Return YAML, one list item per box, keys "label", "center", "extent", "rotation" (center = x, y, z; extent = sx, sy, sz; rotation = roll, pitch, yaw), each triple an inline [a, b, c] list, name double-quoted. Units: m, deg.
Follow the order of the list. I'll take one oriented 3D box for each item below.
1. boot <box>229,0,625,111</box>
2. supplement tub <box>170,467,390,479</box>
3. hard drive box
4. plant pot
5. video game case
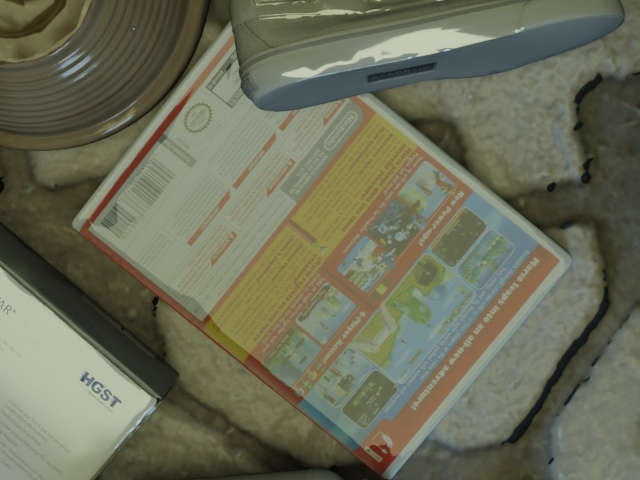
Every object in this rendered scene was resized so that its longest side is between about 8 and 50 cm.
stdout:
- label: "boot"
  center: [0.065, -0.171, 1.248]
  extent: [0.258, 0.095, 0.123]
  rotation: [-11, 78, -8]
- label: "supplement tub"
  center: [-0.047, 0.229, 1.273]
  extent: [0.200, 0.144, 0.144]
  rotation: [-5, 96, 5]
- label: "hard drive box"
  center: [-0.242, 0.129, 1.304]
  extent: [0.181, 0.089, 0.232]
  rotation: [41, 98, -1]
- label: "plant pot"
  center: [-0.196, -0.176, 1.258]
  extent: [0.237, 0.110, 0.237]
  rotation: [0, 96, 5]
- label: "video game case"
  center: [0.000, 0.000, 1.304]
  extent: [0.285, 0.025, 0.204]
  rotation: [39, 97, 0]
